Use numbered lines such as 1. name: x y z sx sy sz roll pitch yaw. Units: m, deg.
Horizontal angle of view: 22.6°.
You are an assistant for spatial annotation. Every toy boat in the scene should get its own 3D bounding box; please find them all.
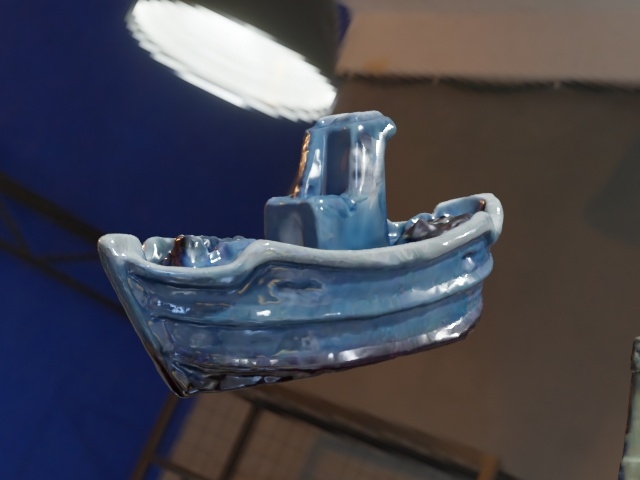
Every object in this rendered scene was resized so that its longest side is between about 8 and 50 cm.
1. toy boat: 0.000 0.000 0.914 0.309 0.142 0.129 -8 5 -44

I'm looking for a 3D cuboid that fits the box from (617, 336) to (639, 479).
1. box: 0.132 0.060 0.486 0.063 0.060 0.084 0 -11 29
